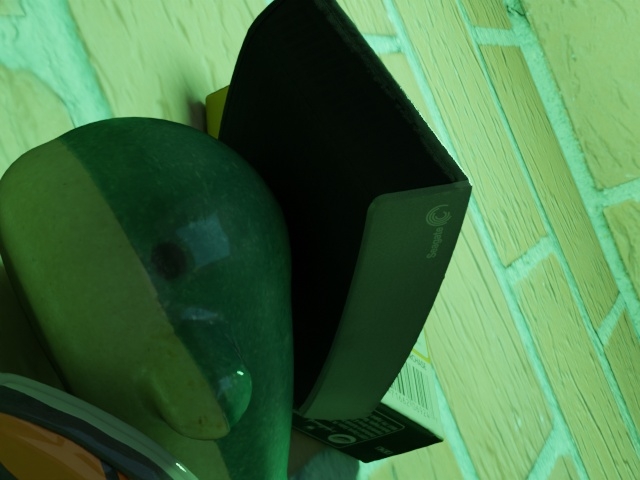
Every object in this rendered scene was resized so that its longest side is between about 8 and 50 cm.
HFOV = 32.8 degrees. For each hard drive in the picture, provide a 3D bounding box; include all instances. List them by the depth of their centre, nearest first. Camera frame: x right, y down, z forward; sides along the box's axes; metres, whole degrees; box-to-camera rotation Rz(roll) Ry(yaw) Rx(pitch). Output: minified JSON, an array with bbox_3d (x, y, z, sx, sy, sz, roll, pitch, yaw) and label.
[{"bbox_3d":[-0.004,-0.006,0.628,0.172,0.054,0.255,57,-26,25],"label":"hard drive"}]

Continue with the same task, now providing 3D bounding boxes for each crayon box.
[{"bbox_3d":[0.000,0.000,0.899,0.203,0.083,0.323,37,39,-50],"label":"crayon box"}]

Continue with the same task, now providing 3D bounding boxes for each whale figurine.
[{"bbox_3d":[-0.062,0.060,0.579,0.272,0.141,0.216,63,-18,-8],"label":"whale figurine"}]

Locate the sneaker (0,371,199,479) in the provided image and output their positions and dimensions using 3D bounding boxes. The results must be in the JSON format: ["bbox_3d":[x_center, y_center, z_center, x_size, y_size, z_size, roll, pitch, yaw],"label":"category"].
[{"bbox_3d":[-0.093,0.217,0.461,0.321,0.124,0.180,58,24,-21],"label":"sneaker"}]
